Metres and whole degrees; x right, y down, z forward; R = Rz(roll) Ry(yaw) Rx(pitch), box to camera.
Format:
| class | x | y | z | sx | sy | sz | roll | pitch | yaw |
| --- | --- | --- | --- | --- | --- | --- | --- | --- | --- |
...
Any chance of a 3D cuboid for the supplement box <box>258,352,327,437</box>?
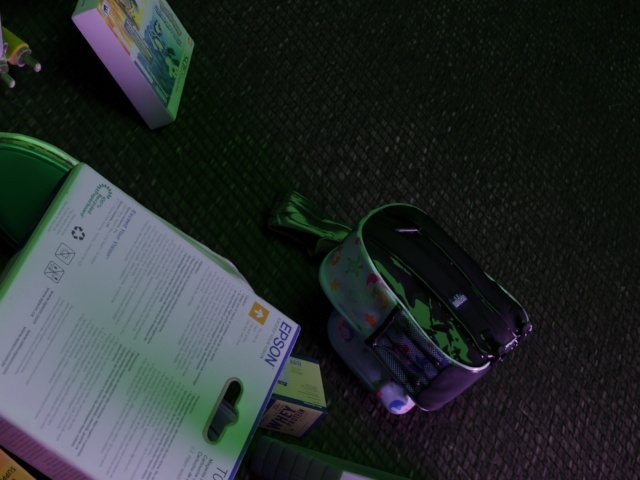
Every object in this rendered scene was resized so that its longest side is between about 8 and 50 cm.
| class | x | y | z | sx | sy | sz | roll | pitch | yaw |
| --- | --- | --- | --- | --- | --- | --- | --- | --- | --- |
| supplement box | -0.045 | 0.184 | 1.996 | 0.083 | 0.056 | 0.083 | 18 | 41 | -28 |

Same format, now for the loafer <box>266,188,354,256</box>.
| class | x | y | z | sx | sy | sz | roll | pitch | yaw |
| --- | --- | --- | --- | --- | --- | --- | --- | --- | --- |
| loafer | 0.000 | 0.000 | 2.244 | 0.170 | 0.062 | 0.061 | 31 | 58 | -7 |

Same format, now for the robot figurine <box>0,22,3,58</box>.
| class | x | y | z | sx | sy | sz | roll | pitch | yaw |
| --- | --- | --- | --- | --- | --- | --- | --- | --- | --- |
| robot figurine | -0.504 | -0.303 | 1.952 | 0.300 | 0.199 | 0.354 | 17 | 60 | -40 |

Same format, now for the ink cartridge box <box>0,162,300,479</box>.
| class | x | y | z | sx | sy | sz | roll | pitch | yaw |
| --- | --- | --- | --- | --- | --- | --- | --- | --- | --- |
| ink cartridge box | -0.215 | 0.130 | 1.810 | 0.330 | 0.071 | 0.324 | 39 | 50 | -16 |

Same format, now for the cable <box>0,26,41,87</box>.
| class | x | y | z | sx | sy | sz | roll | pitch | yaw |
| --- | --- | --- | --- | --- | --- | --- | --- | --- | --- |
| cable | -0.490 | -0.301 | 2.147 | 0.139 | 0.072 | 0.287 | -16 | 50 | -38 |

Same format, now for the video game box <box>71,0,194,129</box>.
| class | x | y | z | sx | sy | sz | roll | pitch | yaw |
| --- | --- | --- | --- | --- | --- | --- | --- | --- | --- |
| video game box | -0.252 | -0.285 | 2.243 | 0.205 | 0.048 | 0.187 | 56 | 24 | -35 |

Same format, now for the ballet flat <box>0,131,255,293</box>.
| class | x | y | z | sx | sy | sz | roll | pitch | yaw |
| --- | --- | --- | --- | --- | --- | --- | --- | --- | --- |
| ballet flat | -0.252 | -0.006 | 1.979 | 0.400 | 0.139 | 0.139 | 33 | 36 | -16 |

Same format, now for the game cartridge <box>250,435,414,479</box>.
| class | x | y | z | sx | sy | sz | roll | pitch | yaw |
| --- | --- | --- | --- | --- | --- | --- | --- | --- | --- |
| game cartridge | 0.118 | 0.312 | 1.886 | 0.355 | 0.068 | 0.230 | 20 | -1 | -25 |

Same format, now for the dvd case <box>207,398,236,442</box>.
| class | x | y | z | sx | sy | sz | roll | pitch | yaw |
| --- | --- | --- | --- | --- | --- | --- | --- | --- | --- |
| dvd case | -0.193 | 0.211 | 1.869 | 0.164 | 0.018 | 0.221 | 41 | 36 | 3 |

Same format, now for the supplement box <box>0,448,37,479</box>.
| class | x | y | z | sx | sy | sz | roll | pitch | yaw |
| --- | --- | --- | --- | --- | --- | --- | --- | --- | --- |
| supplement box | -0.272 | 0.314 | 1.638 | 0.233 | 0.080 | 0.078 | 41 | 38 | -1 |

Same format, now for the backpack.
| class | x | y | z | sx | sy | sz | roll | pitch | yaw |
| --- | --- | --- | --- | --- | --- | --- | --- | --- | --- |
| backpack | 0.119 | 0.083 | 2.135 | 0.253 | 0.191 | 0.225 | 51 | 34 | 4 |
